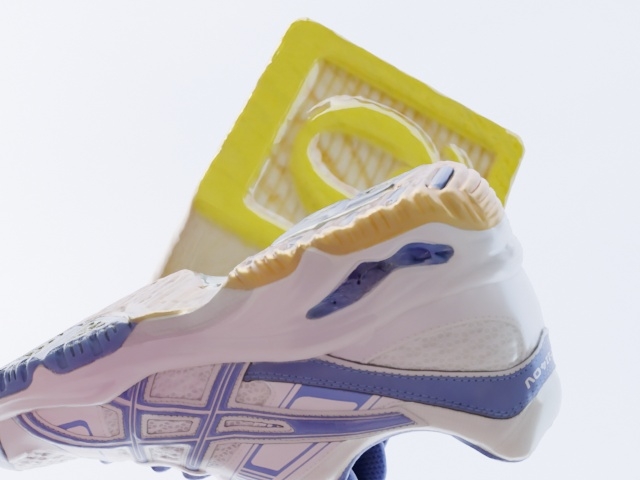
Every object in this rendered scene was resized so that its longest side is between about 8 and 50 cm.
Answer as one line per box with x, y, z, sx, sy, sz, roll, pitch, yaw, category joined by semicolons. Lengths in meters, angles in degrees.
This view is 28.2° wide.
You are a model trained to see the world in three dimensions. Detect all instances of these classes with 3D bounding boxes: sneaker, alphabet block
-0.038;0.076;0.561;0.296;0.112;0.131;-21;-80;32;sneaker
0.000;0.000;0.896;0.192;0.193;0.197;27;-35;-5;alphabet block
